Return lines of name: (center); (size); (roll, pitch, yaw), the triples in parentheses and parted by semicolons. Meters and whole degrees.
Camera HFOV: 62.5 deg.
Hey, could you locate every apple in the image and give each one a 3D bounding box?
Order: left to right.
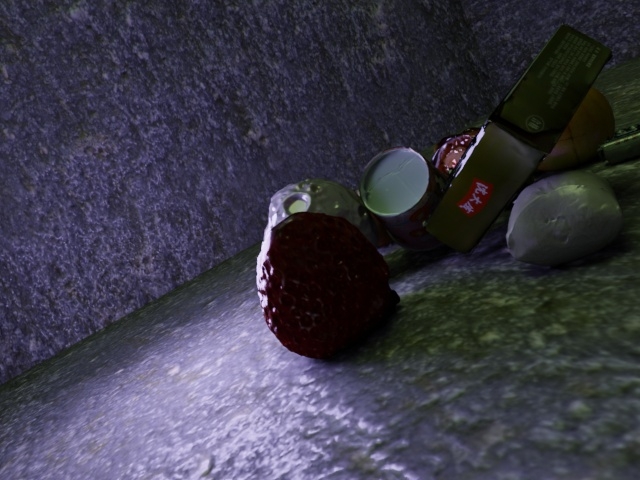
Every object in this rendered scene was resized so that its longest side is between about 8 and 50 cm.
apple: (0.718, -0.340, 1.576); (0.286, 0.233, 0.286); (-25, 10, 5)

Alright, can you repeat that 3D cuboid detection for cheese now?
cheese: (0.455, -0.050, 0.990); (0.198, 0.154, 0.189); (-22, 5, 35)

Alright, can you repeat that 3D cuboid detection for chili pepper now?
chili pepper: (0.553, -0.291, 1.777); (0.305, 0.229, 0.251); (-33, -25, -32)

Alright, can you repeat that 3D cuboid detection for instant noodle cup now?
instant noodle cup: (0.239, -0.115, 1.399); (0.243, 0.243, 0.231); (-23, -27, 23)

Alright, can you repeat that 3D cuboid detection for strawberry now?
strawberry: (-0.008, 0.078, 1.109); (0.292, 0.310, 0.292); (-30, 12, 7)

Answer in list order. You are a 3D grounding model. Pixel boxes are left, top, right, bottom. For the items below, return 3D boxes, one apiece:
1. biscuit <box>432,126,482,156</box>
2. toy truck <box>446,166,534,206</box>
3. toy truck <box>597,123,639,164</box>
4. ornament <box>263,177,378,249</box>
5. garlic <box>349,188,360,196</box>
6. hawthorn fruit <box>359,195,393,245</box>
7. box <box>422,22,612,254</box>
biscuit: (0.617, -0.357, 2.166); (0.289, 0.081, 0.334); (17, 45, 31)
toy truck: (0.475, -0.162, 1.487); (0.224, 0.165, 0.147); (-21, 12, 23)
toy truck: (0.816, -0.256, 1.345); (0.201, 0.074, 0.088); (-18, 18, 44)
ornament: (0.000, 0.000, 1.434); (0.337, 0.337, 0.337); (-26, 10, 5)
garlic: (0.160, -0.111, 2.128); (0.160, 0.191, 0.214); (-3, -19, -37)
hawthorn fruit: (0.210, -0.075, 1.746); (0.251, 0.199, 0.199); (-15, 5, -21)
box: (0.434, -0.221, 1.190); (0.420, 0.138, 0.373); (-49, -12, -31)
